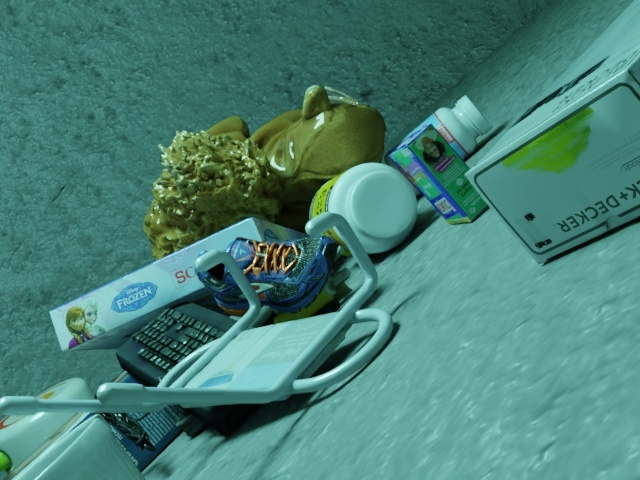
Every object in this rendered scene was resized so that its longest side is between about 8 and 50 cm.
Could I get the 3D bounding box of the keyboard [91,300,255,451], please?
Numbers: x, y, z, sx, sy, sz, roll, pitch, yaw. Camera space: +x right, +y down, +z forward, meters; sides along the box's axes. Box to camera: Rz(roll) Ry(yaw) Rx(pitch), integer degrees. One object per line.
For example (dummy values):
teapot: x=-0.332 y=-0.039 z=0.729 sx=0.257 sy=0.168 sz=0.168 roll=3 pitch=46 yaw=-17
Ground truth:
keyboard: x=-0.170 y=0.159 z=1.141 sx=0.201 sy=0.033 sz=0.317 roll=-46 pitch=26 yaw=-19

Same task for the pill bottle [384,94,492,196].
pill bottle: x=0.183 y=-0.148 z=1.525 sx=0.160 sy=0.087 sz=0.087 roll=-40 pitch=4 yaw=12

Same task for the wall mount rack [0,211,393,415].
wall mount rack: x=-0.113 y=0.103 z=0.928 sx=0.350 sy=0.130 sz=0.304 roll=-17 pitch=20 yaw=49

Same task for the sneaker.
sneaker: x=-0.067 y=0.034 z=1.123 sx=0.221 sy=0.087 sz=0.083 roll=-18 pitch=44 yaw=44

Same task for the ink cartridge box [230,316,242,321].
ink cartridge box: x=-0.231 y=0.190 z=1.779 sx=0.127 sy=0.072 sz=0.175 roll=-37 pitch=6 yaw=42

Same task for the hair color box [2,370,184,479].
hair color box: x=-0.269 y=0.251 z=1.311 sx=0.347 sy=0.105 sz=0.174 roll=-44 pitch=5 yaw=-30

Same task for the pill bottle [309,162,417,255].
pill bottle: x=0.058 y=-0.039 z=1.314 sx=0.117 sy=0.117 sz=0.215 roll=-41 pitch=4 yaw=-10

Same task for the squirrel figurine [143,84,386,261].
squirrel figurine: x=-0.079 y=-0.086 z=1.559 sx=0.370 sy=0.281 sz=0.397 roll=-20 pitch=7 yaw=47

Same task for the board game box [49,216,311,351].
board game box: x=-0.174 y=0.072 z=1.439 sx=0.319 sy=0.066 sz=0.318 roll=-24 pitch=-11 yaw=11

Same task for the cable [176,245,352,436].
cable: x=-0.072 y=0.110 z=1.190 sx=0.287 sy=0.072 sz=0.139 roll=-39 pitch=15 yaw=6

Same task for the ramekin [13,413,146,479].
ramekin: x=-0.257 y=0.276 z=0.948 sx=0.207 sy=0.109 sz=0.207 roll=-40 pitch=5 yaw=4

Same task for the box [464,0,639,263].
box: x=0.250 y=-0.121 z=0.712 sx=0.290 sy=0.087 sz=0.169 roll=-44 pitch=5 yaw=-33

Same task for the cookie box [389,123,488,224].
cookie box: x=0.131 y=-0.070 z=1.074 sx=0.040 sy=0.107 sz=0.092 roll=-42 pitch=4 yaw=-7

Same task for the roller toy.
roller toy: x=-0.448 y=0.339 z=1.679 sx=0.209 sy=0.146 sz=0.191 roll=-28 pitch=9 yaw=17
